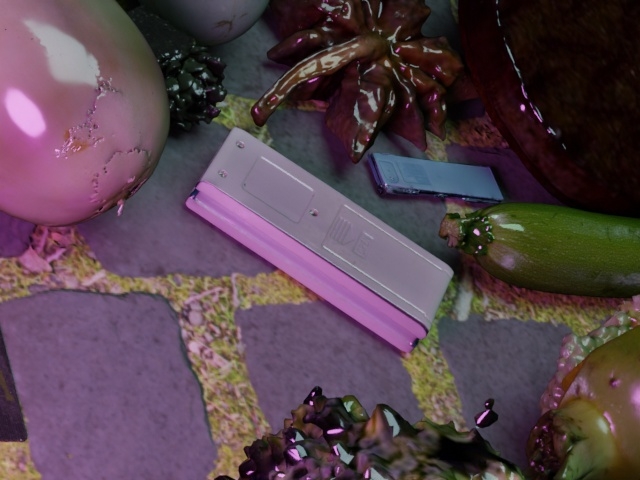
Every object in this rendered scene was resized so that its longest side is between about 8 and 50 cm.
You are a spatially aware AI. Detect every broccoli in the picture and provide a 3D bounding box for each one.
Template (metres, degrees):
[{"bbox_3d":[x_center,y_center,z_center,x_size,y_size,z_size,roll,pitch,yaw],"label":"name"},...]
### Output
[{"bbox_3d":[0.086,0.273,1.668,0.348,0.293,0.281,48,39,8],"label":"broccoli"}]

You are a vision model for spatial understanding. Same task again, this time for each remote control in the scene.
[{"bbox_3d":[0.000,0.000,2.029,0.277,0.055,0.103,33,41,-5],"label":"remote control"}]

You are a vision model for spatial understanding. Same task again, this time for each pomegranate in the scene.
[{"bbox_3d":[0.318,0.186,1.947,0.340,0.260,0.260,-23,69,-37],"label":"pomegranate"}]

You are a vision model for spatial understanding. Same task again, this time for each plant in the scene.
[{"bbox_3d":[-0.160,-0.177,2.043,0.143,0.094,0.092,45,36,13],"label":"plant"}]

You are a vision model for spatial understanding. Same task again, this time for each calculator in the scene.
[{"bbox_3d":[0.129,-0.067,2.209,0.172,0.018,0.057,4,53,-34],"label":"calculator"}]

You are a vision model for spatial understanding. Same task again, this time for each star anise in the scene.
[{"bbox_3d":[0.051,-0.206,2.212,0.349,0.109,0.292,4,47,-32],"label":"star anise"}]

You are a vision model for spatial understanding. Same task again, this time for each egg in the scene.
[{"bbox_3d":[-0.128,-0.309,2.124,0.168,0.168,0.231,13,47,-27],"label":"egg"}]

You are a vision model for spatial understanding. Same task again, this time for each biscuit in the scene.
[{"bbox_3d":[0.316,-0.198,2.355,0.407,0.091,0.407,25,50,-34],"label":"biscuit"}]

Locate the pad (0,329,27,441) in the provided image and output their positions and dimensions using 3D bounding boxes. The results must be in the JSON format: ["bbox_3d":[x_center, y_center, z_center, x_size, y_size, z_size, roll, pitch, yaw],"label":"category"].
[{"bbox_3d":[-0.362,0.112,1.704,0.211,0.003,0.143,4,52,-34],"label":"pad"}]

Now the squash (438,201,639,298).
[{"bbox_3d":[0.286,0.013,2.192,0.378,0.101,0.101,7,50,-36],"label":"squash"}]

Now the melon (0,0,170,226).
[{"bbox_3d":[-0.276,-0.152,1.836,0.317,0.223,0.223,49,42,11],"label":"melon"}]
